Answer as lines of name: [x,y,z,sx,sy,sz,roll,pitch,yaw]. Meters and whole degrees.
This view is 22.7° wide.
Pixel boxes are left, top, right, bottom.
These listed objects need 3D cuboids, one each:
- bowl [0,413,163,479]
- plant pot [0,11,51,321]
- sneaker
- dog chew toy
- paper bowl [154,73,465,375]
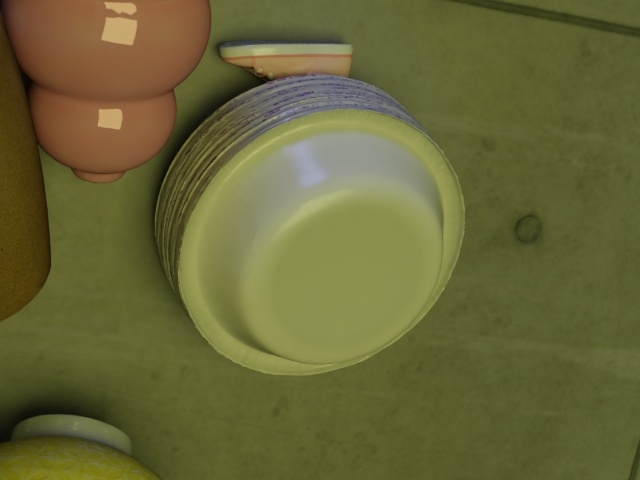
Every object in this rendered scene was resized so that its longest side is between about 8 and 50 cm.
bowl: [-0.237,0.253,1.464,0.289,0.289,0.156,25,53,-28]
plant pot: [-0.324,-0.054,1.322,0.237,0.237,0.254,-32,131,-11]
sneaker: [-0.032,-0.152,1.497,0.134,0.051,0.070,-2,102,-28]
dog chew toy: [-0.177,-0.207,1.339,0.207,0.206,0.331,-5,117,-22]
paper bowl: [0.000,0.000,1.482,0.284,0.148,0.284,-10,121,-18]
